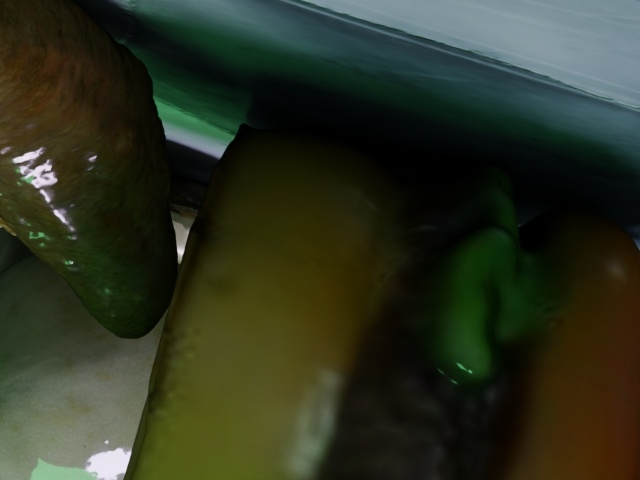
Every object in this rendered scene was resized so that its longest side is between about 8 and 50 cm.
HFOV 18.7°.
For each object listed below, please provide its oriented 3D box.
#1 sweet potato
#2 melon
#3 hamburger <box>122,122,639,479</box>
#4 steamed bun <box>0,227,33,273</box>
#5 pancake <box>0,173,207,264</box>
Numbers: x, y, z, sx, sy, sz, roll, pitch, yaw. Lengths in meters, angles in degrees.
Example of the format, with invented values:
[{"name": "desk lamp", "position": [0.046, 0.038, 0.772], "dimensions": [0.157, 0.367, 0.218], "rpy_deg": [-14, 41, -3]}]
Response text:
[{"name": "sweet potato", "position": [-0.130, -0.055, 0.893], "dimensions": [0.092, 0.114, 0.341], "rpy_deg": [12, 162, 20]}, {"name": "melon", "position": [-0.171, 0.117, 1.666], "dimensions": [0.308, 0.271, 0.272], "rpy_deg": [-26, 180, -7]}, {"name": "hamburger", "position": [0.033, 0.145, 1.077], "dimensions": [0.277, 0.395, 0.396], "rpy_deg": [17, 175, 1]}, {"name": "steamed bun", "position": [-0.426, 0.044, 1.823], "dimensions": [0.334, 0.312, 0.233], "rpy_deg": [19, 177, 4]}, {"name": "pancake", "position": [-0.190, -0.035, 1.458], "dimensions": [0.387, 0.082, 0.387], "rpy_deg": [19, 180, 0]}]
